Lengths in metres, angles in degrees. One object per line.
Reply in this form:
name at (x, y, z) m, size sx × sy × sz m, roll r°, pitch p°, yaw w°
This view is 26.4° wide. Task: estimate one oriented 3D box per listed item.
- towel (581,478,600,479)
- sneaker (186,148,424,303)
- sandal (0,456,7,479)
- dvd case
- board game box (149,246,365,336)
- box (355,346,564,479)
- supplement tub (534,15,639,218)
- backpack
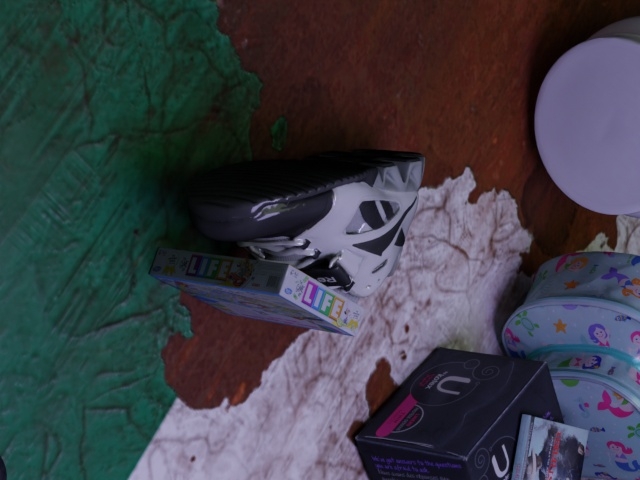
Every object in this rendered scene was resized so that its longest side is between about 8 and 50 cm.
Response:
towel at (0.321, 0.415, 1.679) m, size 0.282 × 0.049 × 0.187 m, roll -53°, pitch 131°, yaw -29°
sneaker at (0.000, 0.000, 1.187) m, size 0.330 × 0.122 × 0.146 m, roll -9°, pitch 106°, yaw -59°
sandal at (-0.315, 0.148, 0.939) m, size 0.254 × 0.054 × 0.097 m, roll 23°, pitch 79°, yaw -47°
dvd case at (0.229, 0.224, 1.364) m, size 0.119 × 0.013 × 0.087 m, roll 20°, pitch 78°, yaw -47°
board game box at (-0.054, 0.042, 1.137) m, size 0.103 × 0.154 × 0.026 m, roll 32°, pitch 71°, yaw -46°
box at (0.171, 0.270, 1.422) m, size 0.165 × 0.143 × 0.270 m, roll -42°, pitch 123°, yaw -38°
supplement tub at (0.412, -0.148, 1.567) m, size 0.316 × 0.228 × 0.228 m, roll -14°, pitch 106°, yaw -45°
backpack at (0.321, 0.141, 1.514) m, size 0.191 × 0.225 × 0.253 m, roll -46°, pitch 123°, yaw -40°
